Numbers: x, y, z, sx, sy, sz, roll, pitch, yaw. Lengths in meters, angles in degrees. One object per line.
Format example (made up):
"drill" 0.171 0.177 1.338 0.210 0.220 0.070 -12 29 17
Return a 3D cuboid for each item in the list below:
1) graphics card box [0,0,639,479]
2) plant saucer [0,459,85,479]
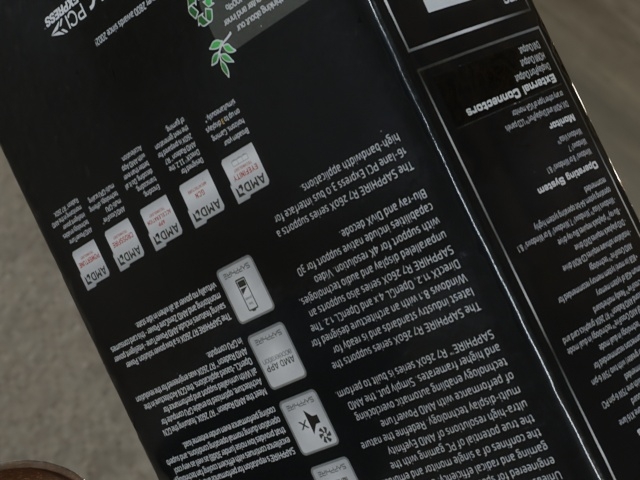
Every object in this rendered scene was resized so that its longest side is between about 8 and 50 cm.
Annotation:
"graphics card box" 0.000 0.000 0.650 0.094 0.233 0.371 -26 88 -43
"plant saucer" -0.168 0.167 0.663 0.036 0.198 0.198 31 9 29
